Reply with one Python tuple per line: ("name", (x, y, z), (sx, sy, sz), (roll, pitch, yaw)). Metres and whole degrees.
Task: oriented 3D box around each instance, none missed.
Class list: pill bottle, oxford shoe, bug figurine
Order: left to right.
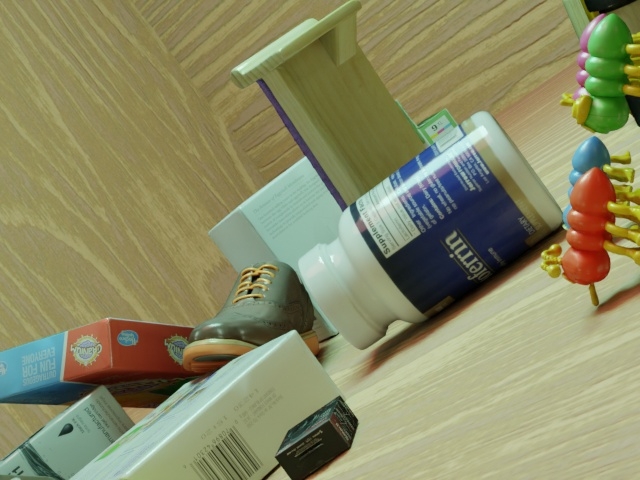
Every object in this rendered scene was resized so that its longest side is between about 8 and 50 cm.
("oxford shoe", (-0.091, 0.093, 1.586), (0.130, 0.133, 0.363), (-3, -1, 10))
("pill bottle", (0.115, -0.006, 1.375), (0.264, 0.153, 0.153), (-36, 3, 11))
("bug figurine", (0.225, -0.074, 1.026), (0.072, 0.216, 0.279), (7, 12, 10))

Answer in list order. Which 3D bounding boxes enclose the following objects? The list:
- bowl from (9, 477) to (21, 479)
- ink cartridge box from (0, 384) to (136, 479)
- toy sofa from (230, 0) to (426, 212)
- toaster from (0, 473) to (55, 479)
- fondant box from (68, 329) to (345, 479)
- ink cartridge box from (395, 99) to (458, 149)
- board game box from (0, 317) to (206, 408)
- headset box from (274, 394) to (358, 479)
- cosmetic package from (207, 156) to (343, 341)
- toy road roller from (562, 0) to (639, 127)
("bowl", (-0.247, 0.290, 1.042), (0.289, 0.156, 0.289), (-36, 4, 3))
("ink cartridge box", (-0.310, 0.301, 1.568), (0.208, 0.153, 0.087), (-39, 4, -21))
("toy sofa", (0.047, -0.099, 1.590), (0.150, 0.362, 0.177), (-40, 11, -33))
("toaster", (-0.344, 0.328, 1.321), (0.110, 0.168, 0.185), (10, -17, -21))
("fondant box", (-0.147, 0.230, 1.349), (0.238, 0.096, 0.330), (-39, 5, -31))
("ink cartridge box", (0.192, -0.148, 2.033), (0.062, 0.209, 0.109), (-38, 4, -10))
("board game box", (-0.252, 0.172, 1.720), (0.242, 0.064, 0.316), (-18, -18, 35))
("headset box", (-0.003, 0.177, 1.127), (0.062, 0.032, 0.083), (-36, 2, 12))
("cosmetic package", (0.000, 0.000, 1.862), (0.224, 0.225, 0.138), (-38, 4, -30))
("toy road roller", (0.438, -0.279, 1.517), (0.240, 0.202, 0.329), (-24, 10, 8))
